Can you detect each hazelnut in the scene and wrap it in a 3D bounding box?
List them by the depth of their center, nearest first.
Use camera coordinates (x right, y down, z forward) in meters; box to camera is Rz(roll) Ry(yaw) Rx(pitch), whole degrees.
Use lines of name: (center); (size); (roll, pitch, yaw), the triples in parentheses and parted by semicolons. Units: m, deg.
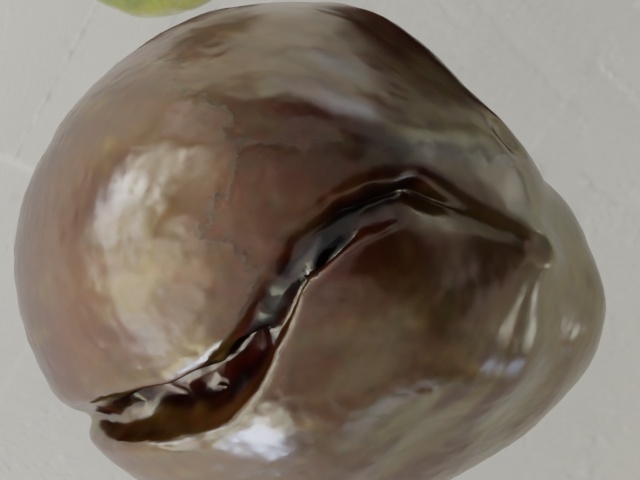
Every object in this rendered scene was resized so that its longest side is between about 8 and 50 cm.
hazelnut: (0.000, 0.000, 0.538); (0.234, 0.218, 0.218); (12, -101, -46)

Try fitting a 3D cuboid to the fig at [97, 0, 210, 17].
fig: (-0.136, -0.270, 1.031); (0.167, 0.233, 0.167); (-14, -50, -17)
